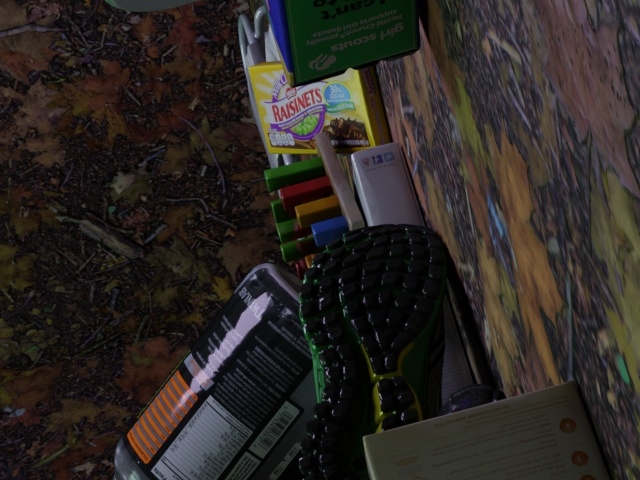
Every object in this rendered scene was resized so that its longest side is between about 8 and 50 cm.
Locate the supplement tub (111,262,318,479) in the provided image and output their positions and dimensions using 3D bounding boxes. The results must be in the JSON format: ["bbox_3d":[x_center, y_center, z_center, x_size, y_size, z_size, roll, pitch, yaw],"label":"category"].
[{"bbox_3d":[-0.087,0.211,1.874,0.207,0.338,0.207,38,-175,-4],"label":"supplement tub"}]

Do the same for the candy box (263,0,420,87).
[{"bbox_3d":[-0.015,-0.320,1.261,0.317,0.122,0.268,78,176,-59],"label":"candy box"}]

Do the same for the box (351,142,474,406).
[{"bbox_3d":[0.100,0.092,1.721,0.232,0.058,0.322,83,174,-67],"label":"box"}]

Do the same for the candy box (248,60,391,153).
[{"bbox_3d":[-0.003,-0.147,1.828,0.206,0.027,0.105,3,108,54],"label":"candy box"}]

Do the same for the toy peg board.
[{"bbox_3d":[0.000,0.000,1.783,0.161,0.079,0.161,-110,6,-48],"label":"toy peg board"}]

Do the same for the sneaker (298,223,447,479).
[{"bbox_3d":[0.051,0.131,1.523,0.146,0.134,0.344,68,-155,-51],"label":"sneaker"}]

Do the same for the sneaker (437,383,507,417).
[{"bbox_3d":[0.120,0.174,1.328,0.283,0.107,0.124,92,169,-79],"label":"sneaker"}]

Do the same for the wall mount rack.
[{"bbox_3d":[-0.007,-0.122,2.091,0.304,0.130,0.350,86,170,-52],"label":"wall mount rack"}]

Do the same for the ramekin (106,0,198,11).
[{"bbox_3d":[-0.166,-0.404,2.060,0.303,0.303,0.148,93,155,-80],"label":"ramekin"}]

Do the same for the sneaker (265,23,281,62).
[{"bbox_3d":[-0.039,-0.281,2.340,0.232,0.090,0.115,-137,38,-67],"label":"sneaker"}]

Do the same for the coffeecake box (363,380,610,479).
[{"bbox_3d":[0.119,0.198,1.047,0.068,0.142,0.186,79,175,-58],"label":"coffeecake box"}]
